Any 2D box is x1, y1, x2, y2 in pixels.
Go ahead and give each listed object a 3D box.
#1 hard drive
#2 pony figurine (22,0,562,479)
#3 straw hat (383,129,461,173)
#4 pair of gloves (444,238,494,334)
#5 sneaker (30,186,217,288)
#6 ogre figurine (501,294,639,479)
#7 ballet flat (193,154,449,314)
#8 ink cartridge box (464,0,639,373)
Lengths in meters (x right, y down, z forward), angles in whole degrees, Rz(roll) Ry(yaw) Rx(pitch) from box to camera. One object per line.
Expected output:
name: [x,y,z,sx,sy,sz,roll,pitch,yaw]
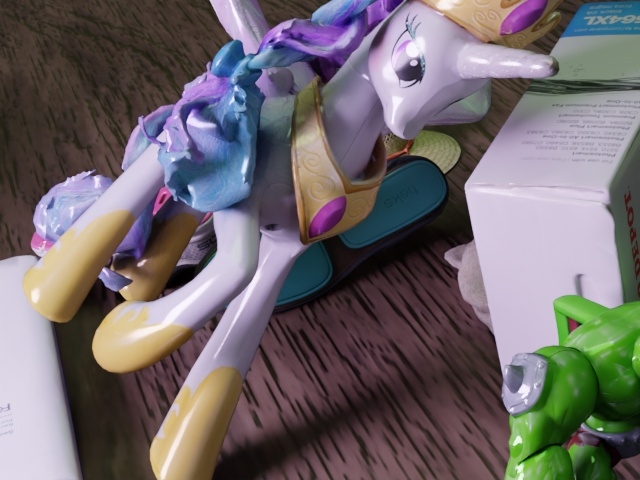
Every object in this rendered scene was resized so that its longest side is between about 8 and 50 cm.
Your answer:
hard drive: [-0.275,0.118,0.923,0.210,0.040,0.319,-17,27,-8]
pony figurine: [-0.026,-0.080,0.835,0.363,0.302,0.351,-48,35,19]
straw hat: [0.043,-0.088,1.158,0.144,0.061,0.144,-11,26,6]
pair of gloves: [0.211,0.011,0.904,0.240,0.042,0.204,-20,31,-2]
sneaker: [-0.141,0.004,1.055,0.170,0.075,0.063,-7,47,24]
ogre figurine: [0.153,0.088,0.680,0.197,0.118,0.097,-18,16,-8]
ballet flat: [0.000,0.000,1.008,0.203,0.074,0.074,-27,29,-12]
ink cartridge box: [0.167,-0.027,0.802,0.085,0.148,0.203,6,39,30]
